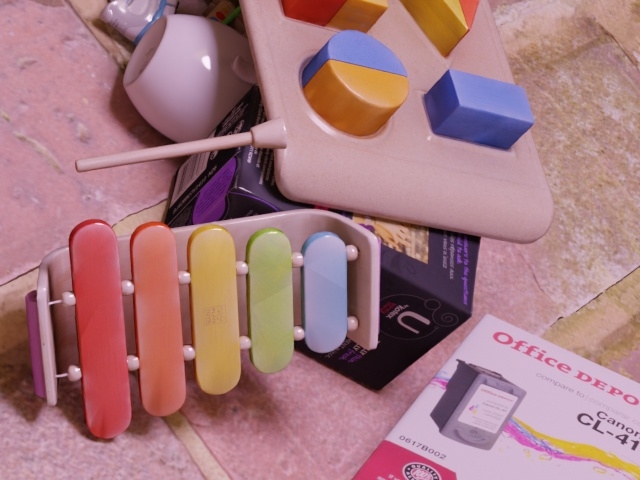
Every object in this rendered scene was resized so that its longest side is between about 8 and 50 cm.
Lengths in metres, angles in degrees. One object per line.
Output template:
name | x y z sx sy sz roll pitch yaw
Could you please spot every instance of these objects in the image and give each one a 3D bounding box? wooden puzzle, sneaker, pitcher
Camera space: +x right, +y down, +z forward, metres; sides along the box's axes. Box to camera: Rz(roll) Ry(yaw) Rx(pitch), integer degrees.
wooden puzzle | 0.077 -0.182 1.789 0.322 0.080 0.348 10 55 -33
sneaker | -0.182 -0.281 1.928 0.083 0.071 0.190 26 45 -14
pitcher | -0.075 -0.145 1.826 0.207 0.178 0.125 29 61 -21

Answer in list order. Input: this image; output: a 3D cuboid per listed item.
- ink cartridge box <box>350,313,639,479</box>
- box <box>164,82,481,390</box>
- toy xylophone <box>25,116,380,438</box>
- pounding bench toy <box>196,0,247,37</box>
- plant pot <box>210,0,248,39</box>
ink cartridge box | 0.175 0.230 1.720 0.226 0.131 0.306 25 40 16
box | 0.000 0.000 1.781 0.270 0.165 0.143 29 45 -20
toy xylophone | -0.107 0.029 1.601 0.323 0.236 0.081 -17 28 -13
pounding bench toy | -0.105 -0.221 1.930 0.052 0.083 0.065 43 41 -5
plant pot | 0.017 -0.323 2.005 0.254 0.276 0.276 -32 81 -37
